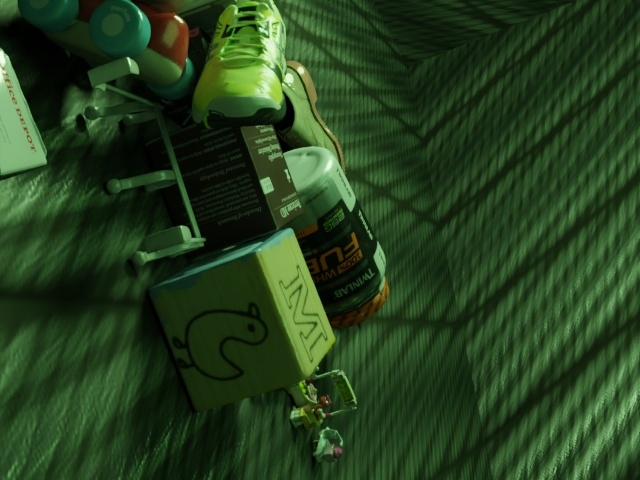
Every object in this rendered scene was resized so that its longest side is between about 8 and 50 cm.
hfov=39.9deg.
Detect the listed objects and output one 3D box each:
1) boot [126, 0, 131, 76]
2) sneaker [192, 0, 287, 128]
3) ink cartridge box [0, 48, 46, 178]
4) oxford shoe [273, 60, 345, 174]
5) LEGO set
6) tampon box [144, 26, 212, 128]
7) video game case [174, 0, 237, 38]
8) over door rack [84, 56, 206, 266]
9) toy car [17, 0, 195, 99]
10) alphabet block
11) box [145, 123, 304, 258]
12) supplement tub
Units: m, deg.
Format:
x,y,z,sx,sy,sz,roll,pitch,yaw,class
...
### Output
x,y,z,sx,sy,sz,roll,pitch,yaw,class
-0.271,-0.372,1.375,0.077,0.165,0.213,40,33,-58,boot
-0.123,-0.276,1.328,0.385,0.145,0.147,-96,-177,-62,sneaker
-0.383,-0.120,0.903,0.190,0.082,0.140,-43,114,-73,ink cartridge box
-0.051,-0.239,2.070,0.130,0.123,0.348,-39,108,-48,oxford shoe
-0.017,0.270,1.587,0.132,0.107,0.287,-89,154,-49,LEGO set
-0.214,-0.273,1.526,0.161,0.120,0.101,36,40,-62,tampon box
-0.200,-0.353,1.536,0.173,0.190,0.022,45,35,-55,video game case
-0.248,-0.092,1.204,0.324,0.108,0.240,149,-77,-86,over door rack
-0.251,-0.349,1.210,0.238,0.210,0.219,-67,166,-3,toy car
-0.112,0.114,1.324,0.197,0.192,0.193,68,19,-5,alphabet block
-0.153,-0.100,1.455,0.168,0.167,0.203,-39,110,-72,box
0.000,0.000,1.760,0.207,0.207,0.338,-82,148,-56,supplement tub
